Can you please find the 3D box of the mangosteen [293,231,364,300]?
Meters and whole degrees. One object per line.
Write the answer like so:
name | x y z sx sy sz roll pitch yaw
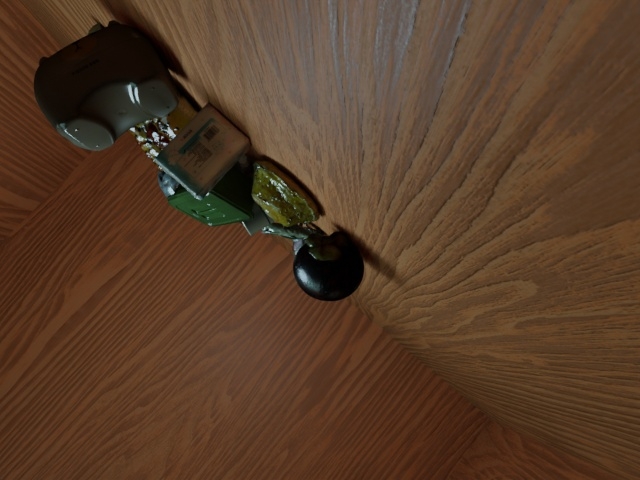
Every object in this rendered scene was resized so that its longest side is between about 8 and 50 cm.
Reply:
mangosteen | 0.031 0.095 1.772 0.288 0.288 0.288 39 171 7

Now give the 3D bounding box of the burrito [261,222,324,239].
burrito | -0.132 -0.039 2.038 0.309 0.066 0.096 11 -174 12

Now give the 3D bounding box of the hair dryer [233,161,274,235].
hair dryer | -0.316 -0.223 1.988 0.361 0.203 0.128 58 173 -1

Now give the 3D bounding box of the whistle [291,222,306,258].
whistle | -0.098 -0.005 2.152 0.346 0.142 0.134 56 163 -9

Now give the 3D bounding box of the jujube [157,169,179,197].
jujube | -0.594 -0.261 2.136 0.308 0.246 0.215 22 171 -38

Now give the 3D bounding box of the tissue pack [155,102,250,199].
tissue pack | -0.400 -0.300 1.568 0.201 0.271 0.124 42 172 -5

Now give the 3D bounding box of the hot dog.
hot dog | -0.596 -0.446 1.780 0.368 0.196 0.365 -2 138 28

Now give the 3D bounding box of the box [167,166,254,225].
box | -0.420 -0.187 1.812 0.329 0.177 0.253 -8 151 43

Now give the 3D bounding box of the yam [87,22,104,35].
yam | -0.811 -0.742 1.766 0.078 0.078 0.179 30 163 50

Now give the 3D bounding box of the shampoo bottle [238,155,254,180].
shampoo bottle | -0.280 -0.277 1.822 0.074 0.074 0.192 36 170 24

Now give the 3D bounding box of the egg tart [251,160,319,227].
egg tart | -0.151 -0.156 1.701 0.341 0.132 0.341 39 169 9

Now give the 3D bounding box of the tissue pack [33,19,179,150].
tissue pack | -0.675 -0.490 1.446 0.276 0.387 0.267 60 177 14
